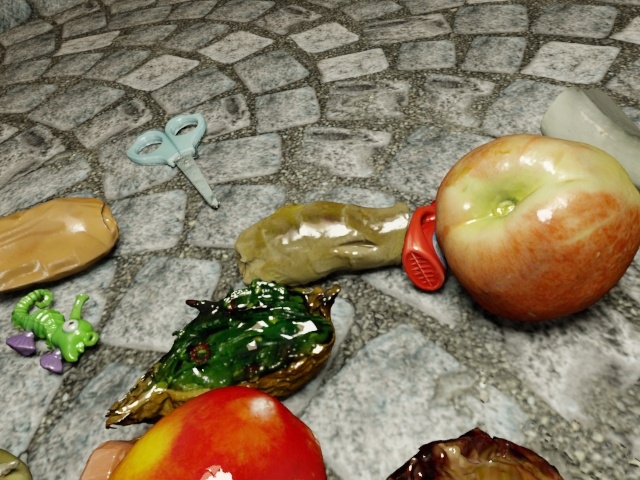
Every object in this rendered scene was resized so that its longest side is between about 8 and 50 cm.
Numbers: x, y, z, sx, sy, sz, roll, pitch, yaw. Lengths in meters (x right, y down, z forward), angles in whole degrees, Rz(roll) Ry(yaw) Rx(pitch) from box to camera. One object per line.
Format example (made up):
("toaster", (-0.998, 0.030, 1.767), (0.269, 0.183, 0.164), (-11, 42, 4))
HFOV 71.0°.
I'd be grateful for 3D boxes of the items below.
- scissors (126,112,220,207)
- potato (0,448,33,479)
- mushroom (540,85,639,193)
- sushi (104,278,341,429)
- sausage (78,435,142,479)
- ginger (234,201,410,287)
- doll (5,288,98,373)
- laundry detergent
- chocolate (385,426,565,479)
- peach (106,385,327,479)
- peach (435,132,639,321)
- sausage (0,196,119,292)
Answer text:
("scissors", (-0.283, -0.163, 0.936), (0.191, 0.029, 0.360), (-32, 51, -13))
("potato", (-0.400, 0.303, 0.434), (0.251, 0.159, 0.174), (-43, 79, -12))
("mushroom", (0.483, -0.130, 0.684), (0.159, 0.122, 0.329), (-25, 47, 0))
("sushi", (-0.107, 0.125, 0.547), (0.286, 0.140, 0.149), (-17, 51, -6))
("sausage", (-0.232, 0.289, 0.474), (0.065, 0.065, 0.170), (-6, 48, 6))
("ginger", (0.000, 0.000, 0.666), (0.262, 0.109, 0.117), (-9, 43, 2))
("doll", (-0.403, 0.125, 0.673), (0.190, 0.050, 0.115), (14, 55, 26))
("laundry detergent", (0.161, -0.011, 0.658), (0.049, 0.097, 0.165), (-14, 32, 32))
("chocolate", (0.142, 0.239, 0.366), (0.223, 0.177, 0.207), (0, 47, 9))
("peach", (-0.100, 0.252, 0.396), (0.196, 0.190, 0.226), (35, 53, 4))
("peach", (0.275, -0.017, 0.567), (0.232, 0.256, 0.233), (-15, 68, 41))
("sausage", (-0.464, 0.006, 0.748), (0.241, 0.120, 0.136), (-20, 35, -6))
